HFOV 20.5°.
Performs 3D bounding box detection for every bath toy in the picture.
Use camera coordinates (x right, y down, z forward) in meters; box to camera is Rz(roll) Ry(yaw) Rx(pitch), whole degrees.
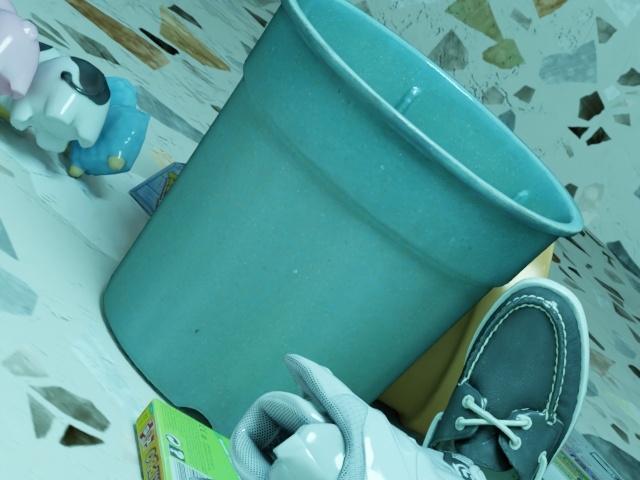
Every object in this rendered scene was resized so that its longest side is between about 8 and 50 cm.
[{"bbox_3d":[-0.308,-0.191,1.712,0.151,0.129,0.348,-1,-26,34],"label":"bath toy"}]

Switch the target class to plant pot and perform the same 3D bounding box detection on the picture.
[{"bbox_3d":[0.000,0.000,1.590,0.341,0.334,0.341,37,15,-11],"label":"plant pot"},{"bbox_3d":[0.095,0.048,1.848,0.203,0.291,0.291,20,19,-8],"label":"plant pot"}]

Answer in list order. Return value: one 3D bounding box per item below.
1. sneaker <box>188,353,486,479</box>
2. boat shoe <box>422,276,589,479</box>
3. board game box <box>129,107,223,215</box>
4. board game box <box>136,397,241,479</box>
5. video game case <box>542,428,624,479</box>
[{"bbox_3d":[0.018,0.173,1.270,0.210,0.137,0.366,39,-4,-13],"label":"sneaker"},{"bbox_3d":[0.147,0.179,1.511,0.114,0.302,0.091,19,19,18],"label":"boat shoe"},{"bbox_3d":[-0.096,-0.050,1.862,0.194,0.194,0.060,30,10,23],"label":"board game box"},{"bbox_3d":[-0.033,0.228,1.435,0.259,0.039,0.124,30,19,-24],"label":"board game box"},{"bbox_3d":[0.274,0.242,2.149,0.212,0.023,0.193,47,17,22],"label":"video game case"}]
